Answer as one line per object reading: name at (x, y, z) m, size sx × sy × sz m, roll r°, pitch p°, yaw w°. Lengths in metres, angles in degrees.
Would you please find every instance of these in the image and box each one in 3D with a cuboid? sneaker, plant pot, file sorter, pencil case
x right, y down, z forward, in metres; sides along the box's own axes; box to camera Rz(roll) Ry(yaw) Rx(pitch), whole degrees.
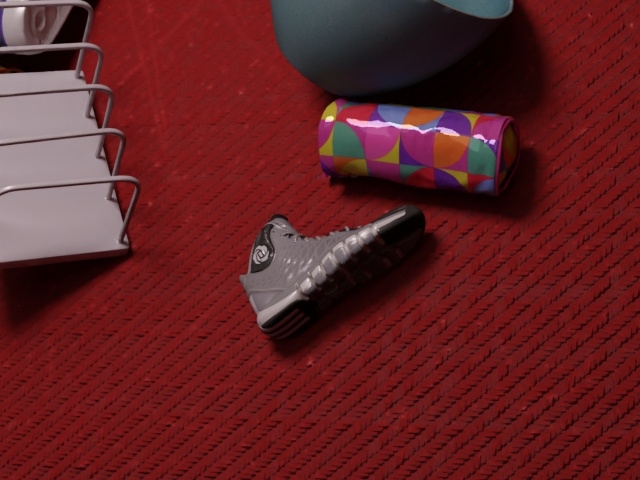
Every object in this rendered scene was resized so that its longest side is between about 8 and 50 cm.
sneaker at (-0.439, -0.379, 1.787) m, size 0.236 × 0.130 × 0.322 m, roll 7°, pitch 52°, yaw 20°
sneaker at (0.000, 0.000, 1.508) m, size 0.229 × 0.086 × 0.132 m, roll -35°, pitch 57°, yaw 2°
plant pot at (0.053, -0.284, 1.542) m, size 0.195 × 0.290 × 0.290 m, roll -53°, pitch 54°, yaw 30°
file sorter at (-0.343, -0.131, 1.582) m, size 0.193 × 0.173 × 0.277 m, roll -7°, pitch 63°, yaw -24°
pencil case at (0.112, -0.108, 1.516) m, size 0.236 × 0.104 × 0.104 m, roll 8°, pitch 68°, yaw 25°

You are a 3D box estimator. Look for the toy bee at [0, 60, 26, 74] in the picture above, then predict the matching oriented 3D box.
toy bee at (-0.498, -0.130, 1.699) m, size 0.195 × 0.162 × 0.298 m, roll 4°, pitch 67°, yaw 19°
